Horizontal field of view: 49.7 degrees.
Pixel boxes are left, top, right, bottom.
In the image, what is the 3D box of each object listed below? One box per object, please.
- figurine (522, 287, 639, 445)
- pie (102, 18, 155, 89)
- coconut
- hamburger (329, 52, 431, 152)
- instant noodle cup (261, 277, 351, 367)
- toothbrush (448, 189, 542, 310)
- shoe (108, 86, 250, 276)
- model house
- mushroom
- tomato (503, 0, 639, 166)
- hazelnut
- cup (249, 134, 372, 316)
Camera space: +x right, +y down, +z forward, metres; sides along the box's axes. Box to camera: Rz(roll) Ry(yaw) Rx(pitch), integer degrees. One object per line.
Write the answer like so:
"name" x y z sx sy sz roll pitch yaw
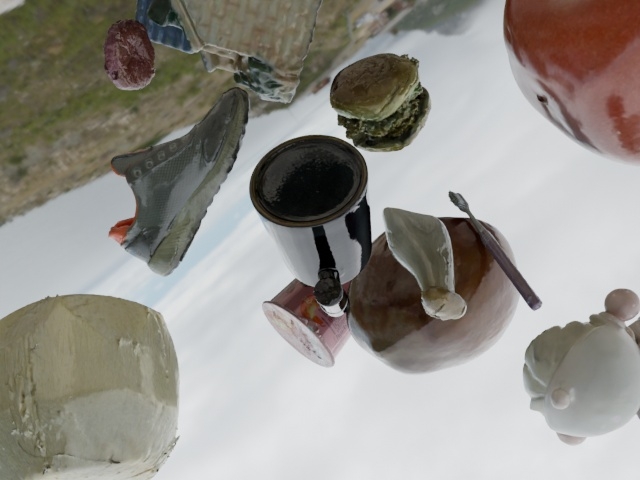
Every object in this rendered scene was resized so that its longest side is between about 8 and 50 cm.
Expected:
"figurine" 0.327 0.159 0.786 0.257 0.144 0.181 -2 140 -29
"pie" -0.410 -0.399 1.492 0.038 0.153 0.153 10 -145 26
"coconut" -0.285 0.172 0.821 0.245 0.247 0.245 -12 148 -8
"hamburger" 0.100 -0.234 1.105 0.159 0.131 0.184 6 -125 42
"instant noodle cup" 0.010 0.164 1.789 0.231 0.243 0.243 -48 -169 -22
"toothbrush" 0.316 0.006 1.291 0.024 0.029 0.354 -55 -147 24
"shoe" -0.244 -0.116 1.115 0.336 0.171 0.132 -60 -165 11
"model house" -0.248 -0.558 1.613 0.445 0.400 0.394 -117 -137 -57
"mushroom" 0.166 0.034 1.109 0.093 0.116 0.225 -41 -130 33
"tomato" 0.365 -0.252 0.846 0.272 0.341 0.341 -52 -173 5
"hazelnut" 0.233 0.112 1.436 0.366 0.365 0.366 -38 -172 6
"cup" -0.015 -0.006 0.995 0.177 0.166 0.239 75 29 -54
